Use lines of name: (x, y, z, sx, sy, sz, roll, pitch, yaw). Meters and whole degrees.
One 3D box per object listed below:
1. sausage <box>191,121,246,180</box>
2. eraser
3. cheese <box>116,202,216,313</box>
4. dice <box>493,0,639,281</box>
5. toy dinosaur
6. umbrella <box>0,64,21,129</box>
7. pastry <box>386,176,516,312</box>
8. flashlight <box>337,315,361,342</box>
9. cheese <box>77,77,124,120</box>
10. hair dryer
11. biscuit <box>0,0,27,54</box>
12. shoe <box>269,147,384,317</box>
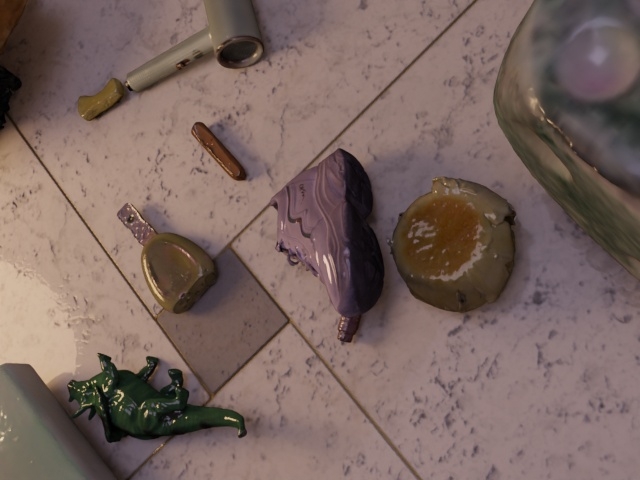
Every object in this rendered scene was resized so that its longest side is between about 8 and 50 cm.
sausage: (-0.144, -0.126, 1.328, 0.026, 0.026, 0.116, -45, 64, 5)
eraser: (-0.386, 0.328, 1.253, 0.290, 0.104, 0.189, 44, 107, 27)
cheese: (-0.229, 0.014, 1.316, 0.097, 0.037, 0.192, -47, 62, 3)
dice: (0.395, -0.134, 0.921, 0.328, 0.348, 0.330, -45, 64, 4)
toy dinosaur: (-0.216, 0.206, 1.234, 0.292, 0.079, 0.120, -7, 78, 24)
umbrella: (-0.558, -0.178, 1.501, 0.071, 0.080, 0.224, 36, 95, -7)
pastry: (0.160, 0.007, 1.123, 0.165, 0.088, 0.166, -6, 73, 20)
flashlight: (0.046, 0.076, 1.185, 0.052, 0.031, 0.110, 9, 82, 50)
cheese: (-0.338, -0.219, 1.434, 0.083, 0.030, 0.044, -32, 71, 18)
hair dryer: (-0.197, -0.289, 1.386, 0.236, 0.073, 0.131, -26, 64, 24)
biscuit: (-0.552, -0.286, 1.469, 0.269, 0.051, 0.376, -18, 46, 46)
shoe: (0.000, 0.000, 1.174, 0.137, 0.095, 0.245, -26, 46, 24)
